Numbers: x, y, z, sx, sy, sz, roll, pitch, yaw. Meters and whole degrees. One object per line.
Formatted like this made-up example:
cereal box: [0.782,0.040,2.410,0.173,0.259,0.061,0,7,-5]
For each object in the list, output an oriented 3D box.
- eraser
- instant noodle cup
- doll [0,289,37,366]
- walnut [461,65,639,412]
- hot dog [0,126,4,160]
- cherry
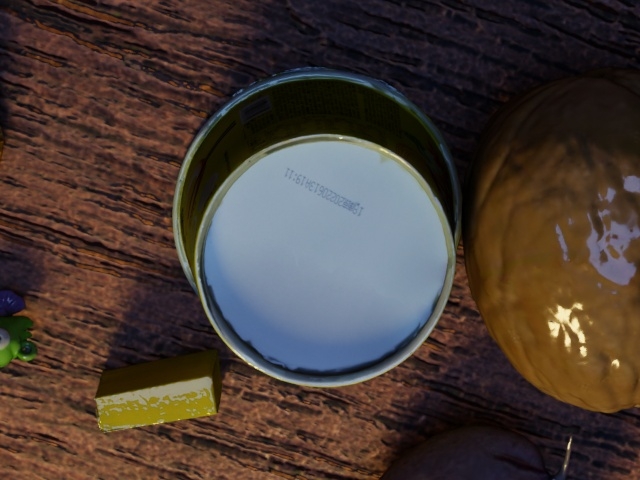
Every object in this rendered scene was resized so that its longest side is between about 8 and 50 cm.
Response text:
eraser: [-0.163,0.152,1.410,0.122,0.097,0.045,-9,103,2]
instant noodle cup: [0.000,0.000,1.318,0.311,0.221,0.311,0,103,-1]
doll: [-0.377,0.092,1.383,0.190,0.115,0.050,11,135,-6]
walnut: [0.280,0.002,1.301,0.332,0.333,0.333,0,103,-2]
hot dog: [-0.378,-0.040,1.366,0.073,0.084,0.243,31,98,-7]
cherry: [0.157,0.298,1.412,0.266,0.183,0.213,-18,94,18]
